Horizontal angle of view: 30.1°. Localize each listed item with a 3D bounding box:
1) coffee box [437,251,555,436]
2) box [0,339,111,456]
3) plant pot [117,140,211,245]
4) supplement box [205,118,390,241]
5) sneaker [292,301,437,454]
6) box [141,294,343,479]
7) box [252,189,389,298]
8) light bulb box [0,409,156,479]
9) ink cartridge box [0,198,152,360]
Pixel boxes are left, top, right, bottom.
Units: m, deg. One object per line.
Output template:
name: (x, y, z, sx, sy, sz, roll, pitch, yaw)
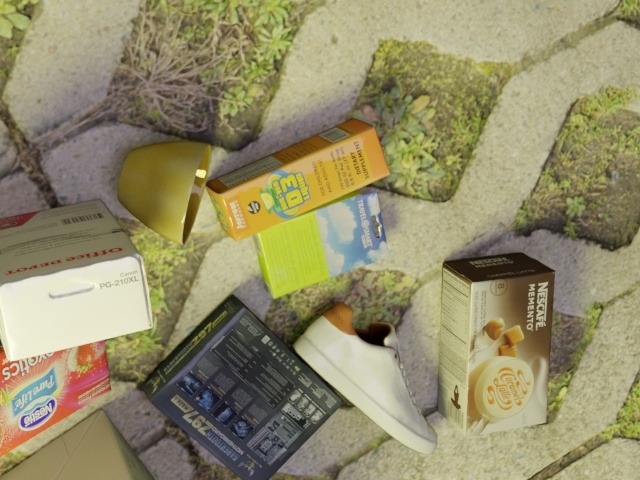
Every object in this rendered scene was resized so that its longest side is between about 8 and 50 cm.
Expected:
coffee box: (0.260, 0.153, 1.776, 0.141, 0.098, 0.247, -6, 109, -20)
box: (-0.388, 0.167, 1.445, 0.257, 0.122, 0.128, -29, 122, -49)
plant pot: (-0.202, -0.070, 1.514, 0.095, 0.134, 0.134, 14, 102, 0)
supplement box: (-0.030, -0.082, 1.596, 0.233, 0.080, 0.078, -24, 112, -11)
sneaker: (0.097, 0.200, 1.722, 0.123, 0.106, 0.290, -48, 119, -4)
box: (-0.107, 0.216, 1.672, 0.183, 0.059, 0.233, -46, 118, -3)
box: (0.000, 0.000, 1.653, 0.178, 0.042, 0.109, -19, 114, -15)
light bulb box: (-0.247, 0.476, 1.535, 0.225, 0.358, 0.361, -33, 115, -7)
ink cartridge box: (-0.314, 0.041, 1.431, 0.172, 0.237, 0.100, -13, 111, -17)
